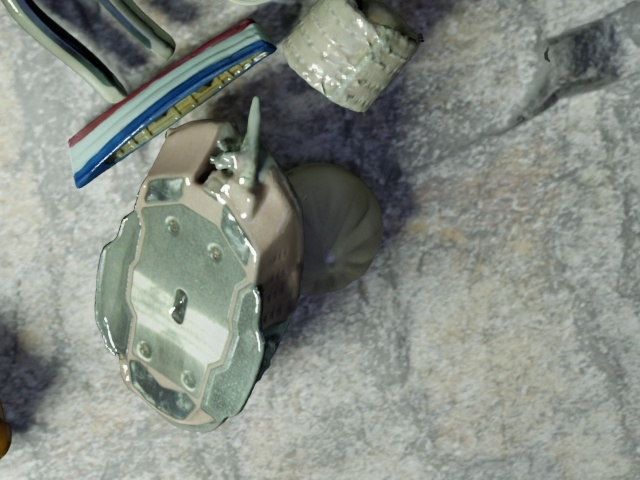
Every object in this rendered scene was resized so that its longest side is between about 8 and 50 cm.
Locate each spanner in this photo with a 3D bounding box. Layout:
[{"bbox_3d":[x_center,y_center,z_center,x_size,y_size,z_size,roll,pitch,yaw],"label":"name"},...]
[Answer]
[{"bbox_3d":[-0.264,-0.249,1.674,0.096,0.040,0.325,-42,116,12],"label":"spanner"}]

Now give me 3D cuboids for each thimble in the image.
[{"bbox_3d":[0.030,-0.180,1.748,0.102,0.115,0.090,39,106,-7],"label":"thimble"}]

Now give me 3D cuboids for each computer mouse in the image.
[{"bbox_3d":[-0.097,0.015,1.801,0.199,0.115,0.389,30,124,20],"label":"computer mouse"}]

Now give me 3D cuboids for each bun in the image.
[{"bbox_3d":[0.000,0.000,1.858,0.138,0.094,0.138,-8,124,-11],"label":"bun"}]

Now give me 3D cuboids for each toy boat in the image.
[{"bbox_3d":[-0.144,-0.128,1.768,0.229,0.080,0.046,-33,87,10],"label":"toy boat"}]

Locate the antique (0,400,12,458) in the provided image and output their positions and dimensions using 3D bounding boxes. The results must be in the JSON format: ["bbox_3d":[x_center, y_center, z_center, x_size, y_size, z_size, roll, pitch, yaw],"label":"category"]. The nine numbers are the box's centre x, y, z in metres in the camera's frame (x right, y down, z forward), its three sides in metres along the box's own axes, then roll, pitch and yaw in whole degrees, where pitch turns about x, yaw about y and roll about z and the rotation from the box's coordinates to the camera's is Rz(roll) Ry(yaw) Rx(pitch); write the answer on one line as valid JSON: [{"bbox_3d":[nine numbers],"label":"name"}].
[{"bbox_3d":[-0.439,0.183,1.805,0.278,0.129,0.223,-3,145,-25],"label":"antique"}]

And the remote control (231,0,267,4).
[{"bbox_3d":[0.003,-0.275,1.727,0.221,0.042,0.078,-19,121,-4],"label":"remote control"}]
